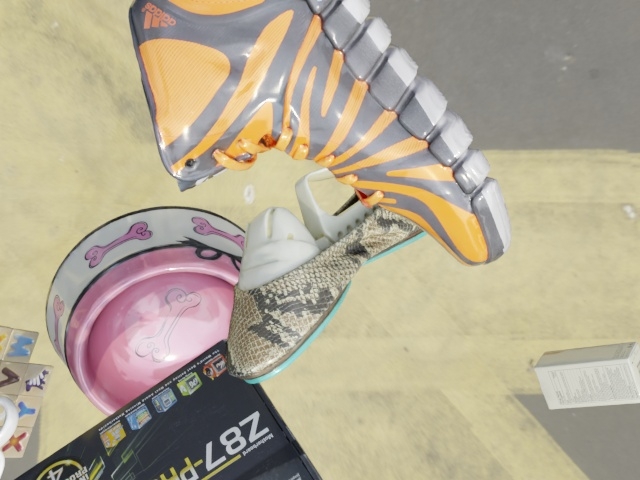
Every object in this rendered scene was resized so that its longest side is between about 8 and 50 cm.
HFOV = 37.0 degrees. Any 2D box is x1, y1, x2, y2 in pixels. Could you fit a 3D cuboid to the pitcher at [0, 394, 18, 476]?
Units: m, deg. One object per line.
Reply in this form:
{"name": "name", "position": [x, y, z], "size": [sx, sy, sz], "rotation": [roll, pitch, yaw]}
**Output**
{"name": "pitcher", "position": [-0.492, 0.264, 1.223], "size": [0.207, 0.125, 0.177], "rotation": [12, 67, 26]}

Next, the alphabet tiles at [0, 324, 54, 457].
{"name": "alphabet tiles", "position": [-0.586, 0.266, 1.531], "size": [0.011, 0.343, 0.285], "rotation": [20, 90, 35]}

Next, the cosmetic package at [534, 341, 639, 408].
{"name": "cosmetic package", "position": [0.310, 0.155, 1.092], "size": [0.115, 0.041, 0.060], "rotation": [-11, 108, 37]}

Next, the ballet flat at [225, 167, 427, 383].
{"name": "ballet flat", "position": [0.000, 0.000, 1.340], "size": [0.483, 0.164, 0.182], "rotation": [-39, 108, -43]}

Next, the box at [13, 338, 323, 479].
{"name": "box", "position": [-0.216, 0.363, 1.352], "size": [0.395, 0.318, 0.097], "rotation": [-33, 138, -7]}

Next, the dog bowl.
{"name": "dog bowl", "position": [-0.261, 0.152, 1.658], "size": [0.408, 0.150, 0.407], "rotation": [-9, 121, -15]}

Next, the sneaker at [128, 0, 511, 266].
{"name": "sneaker", "position": [-0.011, -0.071, 0.684], "size": [0.180, 0.124, 0.321], "rotation": [-41, 106, -2]}
